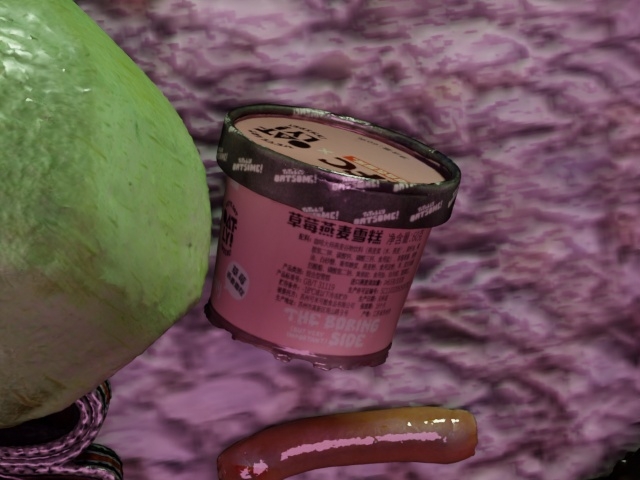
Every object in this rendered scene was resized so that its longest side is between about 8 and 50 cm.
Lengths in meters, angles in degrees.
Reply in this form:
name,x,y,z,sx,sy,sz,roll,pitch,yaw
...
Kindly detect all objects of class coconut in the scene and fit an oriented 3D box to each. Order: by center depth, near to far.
name,x,y,z,sx,sy,sz,roll,pitch,yaw
coconut,-0.218,-0.026,1.047,0.328,0.328,0.281,6,73,-6

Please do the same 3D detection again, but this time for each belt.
name,x,y,z,sx,sy,sz,roll,pitch,yaw
belt,-0.303,0.122,1.160,0.359,0.094,0.126,6,96,-8

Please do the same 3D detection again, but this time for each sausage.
name,x,y,z,sx,sy,sz,roll,pitch,yaw
sausage,0.018,0.139,1.216,0.177,0.040,0.047,-7,108,-3

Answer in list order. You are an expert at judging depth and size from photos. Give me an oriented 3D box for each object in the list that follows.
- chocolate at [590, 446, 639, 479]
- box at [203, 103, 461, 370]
name,x,y,z,sx,sy,sz,roll,pitch,yaw
chocolate,0.220,0.203,1.209,0.133,0.156,0.156,-23,102,17
box,0.000,0.000,1.139,0.151,0.151,0.135,11,109,-7
